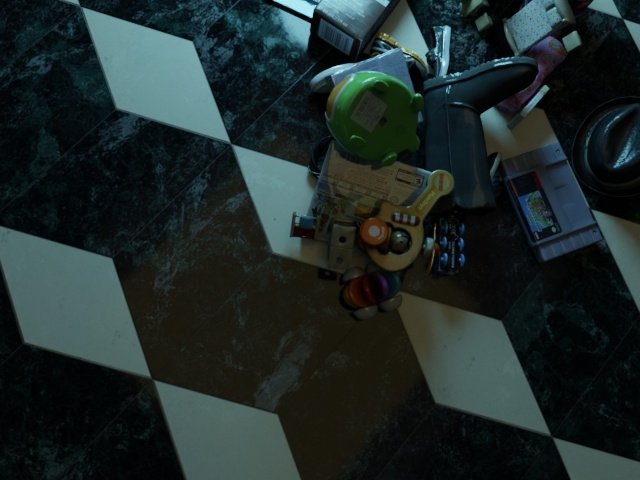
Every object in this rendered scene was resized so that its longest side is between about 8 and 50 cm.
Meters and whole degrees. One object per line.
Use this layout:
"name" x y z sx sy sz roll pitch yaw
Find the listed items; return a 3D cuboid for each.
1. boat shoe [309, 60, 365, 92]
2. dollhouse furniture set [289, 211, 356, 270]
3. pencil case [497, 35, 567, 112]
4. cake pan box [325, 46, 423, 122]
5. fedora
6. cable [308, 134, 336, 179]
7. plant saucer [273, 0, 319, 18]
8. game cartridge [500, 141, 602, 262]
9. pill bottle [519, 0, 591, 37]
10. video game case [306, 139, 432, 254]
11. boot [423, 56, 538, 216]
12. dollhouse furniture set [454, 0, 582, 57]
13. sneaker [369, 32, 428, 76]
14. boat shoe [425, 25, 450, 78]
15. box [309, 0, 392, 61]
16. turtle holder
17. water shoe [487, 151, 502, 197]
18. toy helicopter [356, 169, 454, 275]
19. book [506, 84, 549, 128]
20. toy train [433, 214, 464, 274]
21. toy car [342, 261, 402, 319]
"boat shoe" 0.095 -0.513 1.740 0.258 0.095 0.084 -19 77 -9
"dollhouse furniture set" 0.000 0.000 1.577 0.183 0.129 0.129 8 101 -1
"pencil case" 0.697 -0.556 1.808 0.124 0.124 0.284 43 76 3
"cake pan box" 0.177 -0.447 1.705 0.267 0.070 0.246 -25 109 -10
"fedora" 0.967 -0.310 1.710 0.334 0.152 0.334 -2 85 23
"cable" 0.047 -0.255 1.677 0.184 0.047 0.151 -12 107 8
"plant saucer" -0.087 -0.803 1.817 0.192 0.018 0.067 25 77 -2
"game cartridge" 0.741 -0.125 1.755 0.230 0.068 0.355 -18 81 -14
"pill bottle" 0.801 -0.817 1.764 0.181 0.323 0.182 1 79 -6
"video game case" 0.142 -0.114 1.652 0.329 0.036 0.300 18 95 -3
"boot" 0.493 -0.304 1.657 0.367 0.146 0.445 -8 72 33
"dollhouse furniture set" 0.596 -0.698 1.712 0.173 0.303 0.356 -10 78 -37
"sneaker" 0.258 -0.597 1.789 0.215 0.084 0.083 33 90 4
"boat shoe" 0.387 -0.620 1.805 0.076 0.080 0.229 8 77 1
"box" 0.149 -0.807 1.785 0.191 0.143 0.381 33 75 1
"turtle holder" 0.163 -0.363 1.556 0.320 0.227 0.243 -8 118 -28
"water shoe" 0.550 -0.186 1.749 0.080 0.073 0.203 27 80 -23
"toy helicopter" 0.282 -0.054 1.575 0.235 0.140 0.355 39 80 8
"book" 0.687 -0.443 1.792 0.035 0.096 0.144 43 78 2
"toy train" 0.393 0.018 1.661 0.080 0.105 0.184 5 79 -9
"toy car" 0.158 0.140 1.593 0.182 0.136 0.159 -18 81 -10
